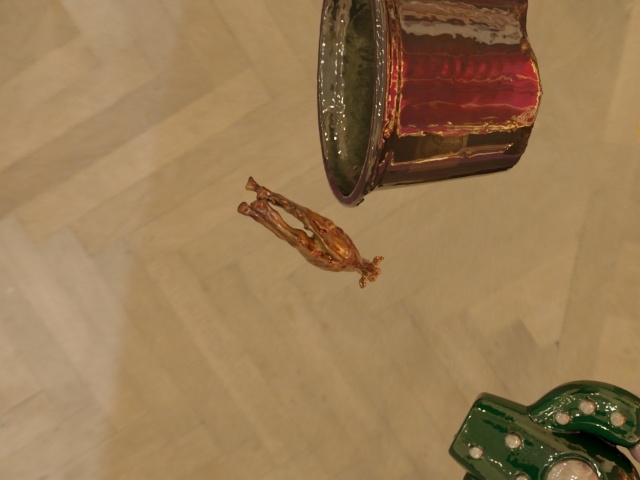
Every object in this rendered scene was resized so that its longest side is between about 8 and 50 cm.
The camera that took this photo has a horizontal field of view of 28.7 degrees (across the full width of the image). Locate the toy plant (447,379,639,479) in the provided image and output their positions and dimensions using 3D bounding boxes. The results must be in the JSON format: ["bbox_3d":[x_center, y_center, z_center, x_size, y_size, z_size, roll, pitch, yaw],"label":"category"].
[{"bbox_3d":[0.261,0.263,1.374,0.243,0.112,0.232,3,103,15],"label":"toy plant"}]

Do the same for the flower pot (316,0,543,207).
[{"bbox_3d":[0.063,-0.097,0.742,0.107,0.157,0.157,1,96,-12],"label":"flower pot"}]

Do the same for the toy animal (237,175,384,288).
[{"bbox_3d":[0.006,0.004,1.436,0.149,0.275,0.054,33,92,47],"label":"toy animal"}]
